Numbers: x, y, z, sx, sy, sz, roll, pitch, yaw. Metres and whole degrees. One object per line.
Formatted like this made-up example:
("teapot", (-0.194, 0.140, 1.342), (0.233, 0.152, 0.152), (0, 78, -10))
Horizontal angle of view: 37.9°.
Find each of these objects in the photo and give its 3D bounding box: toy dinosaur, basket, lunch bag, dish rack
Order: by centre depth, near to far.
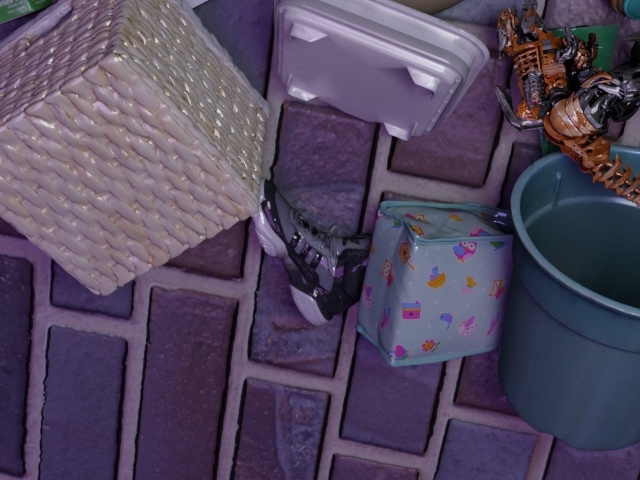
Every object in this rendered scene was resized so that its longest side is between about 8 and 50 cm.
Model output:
("toy dinosaur", (0.362, -0.187, 1.249), (0.218, 0.164, 0.322), (-29, 100, 5))
("dish rack", (0.059, -0.230, 1.260), (0.285, 0.333, 0.072), (21, 81, 0))
("basket", (-0.289, -0.156, 1.318), (0.328, 0.266, 0.331), (-27, 127, 19))
("lunch bag", (0.206, 0.060, 1.430), (0.262, 0.160, 0.223), (-2, 114, -26))

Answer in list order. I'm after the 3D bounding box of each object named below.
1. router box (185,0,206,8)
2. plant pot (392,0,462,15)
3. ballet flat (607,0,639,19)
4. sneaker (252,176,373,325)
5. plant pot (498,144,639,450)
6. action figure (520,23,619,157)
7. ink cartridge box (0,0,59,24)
("router box", (-0.237, -0.478, 1.338), (0.335, 0.082, 0.301), (-22, 106, 16))
("plant pot", (0.151, -0.423, 1.220), (0.191, 0.284, 0.284), (-3, 113, -17))
("ballet flat", (0.499, -0.442, 1.210), (0.116, 0.124, 0.342), (13, 134, -39))
("sneaker", (0.000, 0.000, 1.477), (0.153, 0.101, 0.269), (-21, 112, 15))
("plant pot", (0.405, 0.097, 1.312), (0.341, 0.341, 0.334), (10, 134, 5))
("action figure", (0.363, -0.193, 1.360), (0.137, 0.063, 0.232), (-2, 106, 8))
("ink cartridge box", (-0.466, -0.429, 1.357), (0.086, 0.153, 0.208), (-16, 108, 14))
